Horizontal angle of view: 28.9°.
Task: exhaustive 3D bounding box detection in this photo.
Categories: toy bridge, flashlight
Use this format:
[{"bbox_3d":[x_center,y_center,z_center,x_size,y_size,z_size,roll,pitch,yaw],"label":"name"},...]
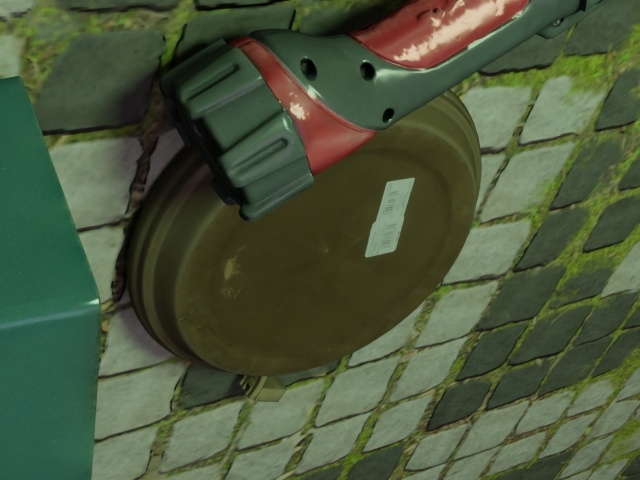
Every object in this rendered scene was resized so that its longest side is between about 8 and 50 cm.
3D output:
[{"bbox_3d":[-0.009,0.056,0.983,0.063,0.026,0.188,10,126,-47],"label":"toy bridge"},{"bbox_3d":[0.056,-0.131,0.741,0.304,0.103,0.103,-34,175,-9],"label":"flashlight"}]

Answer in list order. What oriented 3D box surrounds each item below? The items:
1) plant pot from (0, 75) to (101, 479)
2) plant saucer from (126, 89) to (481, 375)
[{"bbox_3d":[-0.249,0.044,0.629,0.234,0.165,0.166,-11,141,-21],"label":"plant pot"},{"bbox_3d":[0.000,0.000,0.877,0.277,0.041,0.278,-19,138,-18],"label":"plant saucer"}]
